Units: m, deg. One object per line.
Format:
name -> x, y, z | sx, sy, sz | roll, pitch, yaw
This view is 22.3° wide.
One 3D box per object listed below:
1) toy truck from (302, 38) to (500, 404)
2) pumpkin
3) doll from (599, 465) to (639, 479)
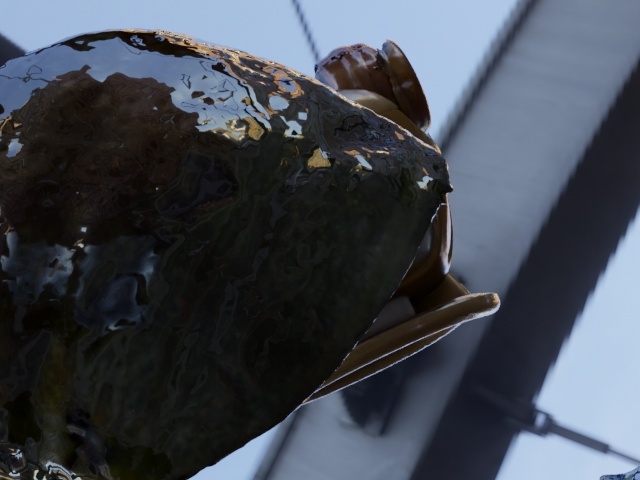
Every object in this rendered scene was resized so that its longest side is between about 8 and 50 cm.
toy truck -> 0.000, 0.000, 1.187 | 0.204, 0.288, 0.211 | -25, -100, -8
pumpkin -> -0.098, 0.012, 0.699 | 0.312, 0.169, 0.148 | -39, -62, -4
doll -> 0.165, 0.119, 0.801 | 0.037, 0.125, 0.027 | -11, -107, -9
